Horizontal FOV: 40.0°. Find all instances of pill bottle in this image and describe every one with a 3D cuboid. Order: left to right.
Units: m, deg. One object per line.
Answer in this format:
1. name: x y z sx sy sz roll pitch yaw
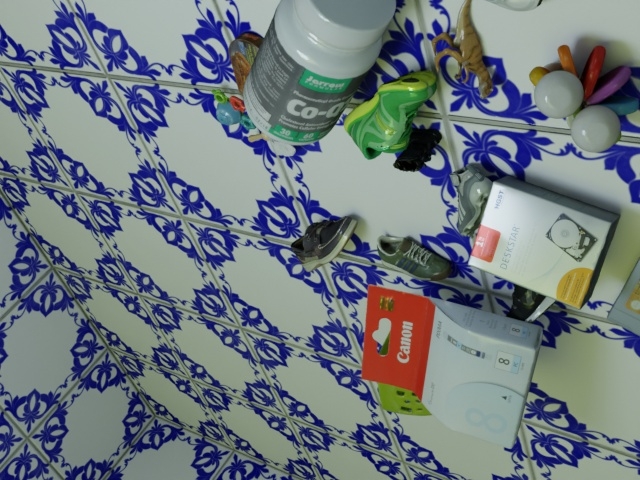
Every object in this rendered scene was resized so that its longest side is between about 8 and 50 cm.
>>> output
1. pill bottle: -0.007 -0.348 1.634 0.204 0.204 0.361 38 149 1

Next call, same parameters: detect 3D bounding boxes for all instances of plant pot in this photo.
1. plant pot: 0.279 0.303 2.177 0.207 0.228 0.227 14 141 22

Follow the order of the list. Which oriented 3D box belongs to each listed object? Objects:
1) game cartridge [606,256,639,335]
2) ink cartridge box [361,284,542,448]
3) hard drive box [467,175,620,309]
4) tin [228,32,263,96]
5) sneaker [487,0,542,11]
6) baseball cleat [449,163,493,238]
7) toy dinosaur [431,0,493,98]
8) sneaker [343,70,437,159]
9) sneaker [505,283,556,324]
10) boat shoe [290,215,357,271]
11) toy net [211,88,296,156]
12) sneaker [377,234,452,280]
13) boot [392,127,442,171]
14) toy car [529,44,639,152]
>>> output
1. game cartridge: 0.680 0.108 1.670 0.198 0.062 0.297 31 148 20
2. ink cartridge box: 0.269 0.276 1.940 0.385 0.091 0.308 13 129 14
3. hard drive box: 0.424 0.001 1.681 0.232 0.089 0.181 22 112 24
4. tin: -0.138 -0.365 1.910 0.106 0.040 0.190 25 147 28
5. sneaker: 0.258 -0.406 1.396 0.190 0.083 0.071 26 132 15
6. baseball cleat: 0.306 -0.088 1.798 0.109 0.072 0.206 56 161 21
7. toy dinosaur: 0.249 -0.347 1.532 0.112 0.064 0.211 -13 124 13
8. sneaker: 0.149 -0.238 1.693 0.123 0.109 0.295 65 156 3
9. sneaker: 0.449 0.079 1.839 0.124 0.107 0.283 42 141 8
10. boat shoe: 0.000 0.000 2.180 0.092 0.103 0.285 37 155 -8
11. toy net: -0.147 -0.275 2.030 0.232 0.045 0.122 28 145 13
12. sneaker: 0.208 0.035 2.042 0.192 0.064 0.086 15 147 38
13. boot: 0.178 -0.179 1.764 0.121 0.099 0.045 4 137 44
14. toy car: 0.432 -0.238 1.414 0.182 0.159 0.136 42 112 -5
